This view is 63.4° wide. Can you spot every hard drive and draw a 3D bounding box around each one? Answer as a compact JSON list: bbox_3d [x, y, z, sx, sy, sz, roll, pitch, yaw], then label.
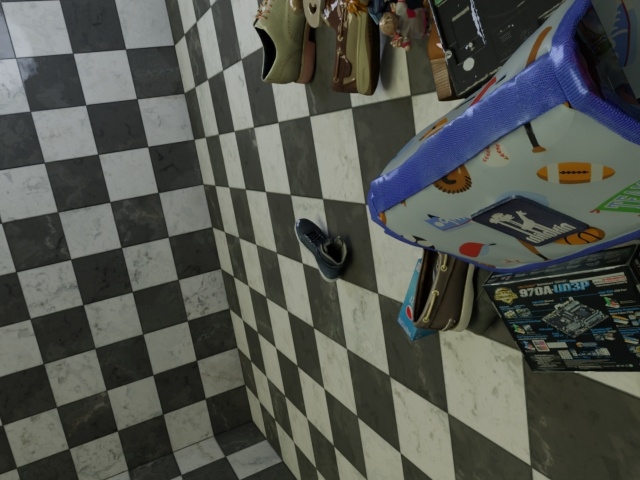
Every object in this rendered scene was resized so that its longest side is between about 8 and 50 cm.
[{"bbox_3d":[0.249,-0.390,0.694,0.237,0.064,0.338,-29,66,46],"label":"hard drive"}]

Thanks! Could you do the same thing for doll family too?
[{"bbox_3d":[0.122,-0.472,0.936,0.118,0.163,0.262,20,121,62],"label":"doll family"}]

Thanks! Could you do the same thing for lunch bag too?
[{"bbox_3d":[0.275,-0.109,0.545,0.328,0.386,0.238,-35,71,64],"label":"lunch bag"}]

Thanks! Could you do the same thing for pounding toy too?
[{"bbox_3d":[-0.011,-0.575,1.175,0.269,0.155,0.154,-34,69,64],"label":"pounding toy"}]

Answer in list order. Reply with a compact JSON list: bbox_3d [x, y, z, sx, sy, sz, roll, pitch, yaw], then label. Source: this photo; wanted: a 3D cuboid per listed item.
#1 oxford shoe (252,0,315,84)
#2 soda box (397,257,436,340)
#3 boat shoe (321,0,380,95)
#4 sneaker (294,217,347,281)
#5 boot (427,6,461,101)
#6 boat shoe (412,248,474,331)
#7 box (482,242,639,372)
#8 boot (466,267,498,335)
[{"bbox_3d":[-0.101,-0.608,1.361,0.140,0.147,0.396,37,136,55],"label":"oxford shoe"},{"bbox_3d":[0.237,0.127,1.146,0.067,0.071,0.210,56,150,38],"label":"soda box"},{"bbox_3d":[0.057,-0.476,1.082,0.123,0.123,0.341,7,125,18],"label":"boat shoe"},{"bbox_3d":[0.002,0.000,1.545,0.226,0.086,0.163,56,162,17],"label":"sneaker"},{"bbox_3d":[0.263,-0.351,0.803,0.283,0.109,0.219,-168,69,-71],"label":"boot"},{"bbox_3d":[0.235,0.014,0.984,0.116,0.097,0.323,-145,58,-76],"label":"boat shoe"},{"bbox_3d":[0.370,0.107,0.743,0.220,0.051,0.175,-19,108,52],"label":"box"},{"bbox_3d":[0.325,0.115,0.946,0.208,0.076,0.189,112,152,-43],"label":"boot"}]
